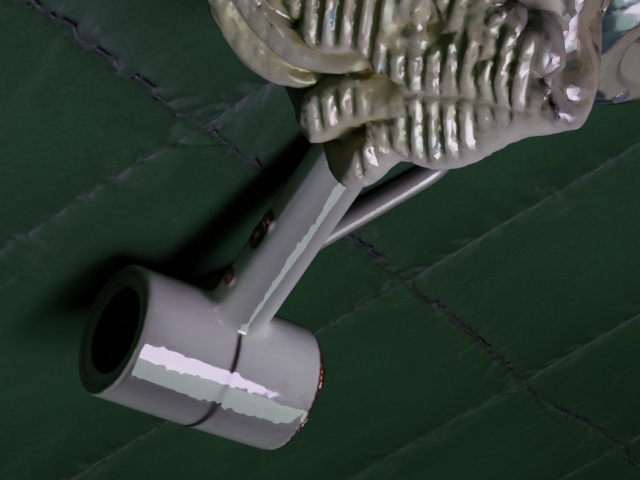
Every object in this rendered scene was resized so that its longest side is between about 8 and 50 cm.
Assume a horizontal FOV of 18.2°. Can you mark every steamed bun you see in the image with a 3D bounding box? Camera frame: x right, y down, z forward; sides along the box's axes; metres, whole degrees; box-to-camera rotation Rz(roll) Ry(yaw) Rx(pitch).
[{"bbox_3d":[0.071,-0.204,1.402,0.280,0.207,0.268,-14,121,29],"label":"steamed bun"}]

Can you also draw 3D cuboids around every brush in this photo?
[{"bbox_3d":[0.000,0.000,1.919,0.299,0.042,0.039,-28,122,3],"label":"brush"}]

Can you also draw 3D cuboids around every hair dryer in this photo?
[{"bbox_3d":[-0.048,0.021,1.808,0.203,0.128,0.362,21,116,-29],"label":"hair dryer"}]

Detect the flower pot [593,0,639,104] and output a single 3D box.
[{"bbox_3d":[0.232,-0.206,1.601,0.189,0.157,0.243,-29,157,2],"label":"flower pot"}]
